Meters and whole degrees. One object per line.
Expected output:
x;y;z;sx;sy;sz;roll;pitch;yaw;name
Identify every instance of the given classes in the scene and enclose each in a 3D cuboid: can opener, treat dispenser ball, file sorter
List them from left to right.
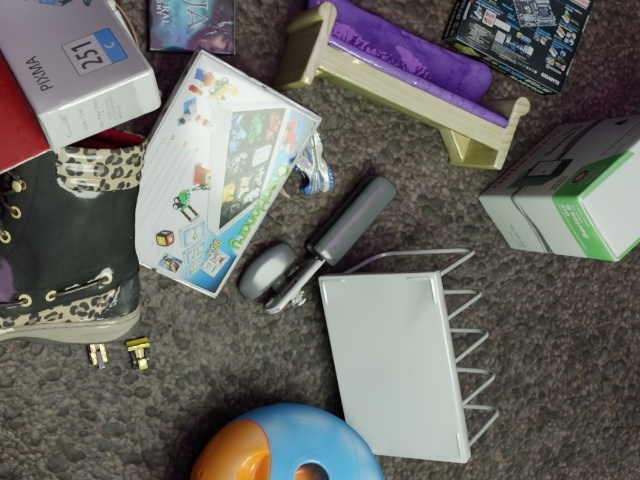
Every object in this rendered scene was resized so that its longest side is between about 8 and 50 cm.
-0.047;0.374;1.225;0.288;0.288;0.288;-2;96;-21;treat dispenser ball
0.000;0.000;1.323;0.280;0.074;0.093;-44;107;-12;can opener
0.146;0.163;1.316;0.173;0.192;0.278;-23;106;-53;file sorter

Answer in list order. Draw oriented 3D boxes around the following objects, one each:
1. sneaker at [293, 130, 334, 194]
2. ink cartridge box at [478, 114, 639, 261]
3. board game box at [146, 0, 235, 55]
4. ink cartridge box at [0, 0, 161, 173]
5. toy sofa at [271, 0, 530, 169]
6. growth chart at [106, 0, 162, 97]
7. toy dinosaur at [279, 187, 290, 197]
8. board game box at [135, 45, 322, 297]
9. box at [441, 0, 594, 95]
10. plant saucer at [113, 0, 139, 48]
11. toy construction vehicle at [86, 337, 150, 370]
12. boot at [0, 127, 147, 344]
-0.026;-0.130;1.315;0.058;0.052;0.135;-23;102;-13;sneaker
0.412;-0.084;1.360;0.211;0.289;0.121;-40;104;-13;ink cartridge box
-0.184;-0.360;1.245;0.126;0.026;0.186;-2;96;-20;board game box
-0.368;-0.218;1.030;0.261;0.296;0.066;-27;148;-16;ink cartridge box
0.126;-0.247;1.308;0.362;0.150;0.177;21;89;-21;toy sofa
-0.349;-0.230;1.158;0.237;0.021;0.172;-25;103;-17;growth chart
-0.098;-0.135;1.285;0.092;0.053;0.183;-23;102;-19;toy dinosaur
-0.158;-0.090;1.220;0.193;0.053;0.305;27;103;-21;board game box
0.325;-0.360;1.426;0.220;0.051;0.175;21;87;-21;box
-0.348;-0.252;1.188;0.198;0.036;0.199;-2;95;-20;plant saucer
-0.289;0.145;1.247;0.085;0.035;0.098;-10;98;-20;toy construction vehicle
-0.397;-0.010;1.088;0.377;0.138;0.284;4;115;-20;boot
